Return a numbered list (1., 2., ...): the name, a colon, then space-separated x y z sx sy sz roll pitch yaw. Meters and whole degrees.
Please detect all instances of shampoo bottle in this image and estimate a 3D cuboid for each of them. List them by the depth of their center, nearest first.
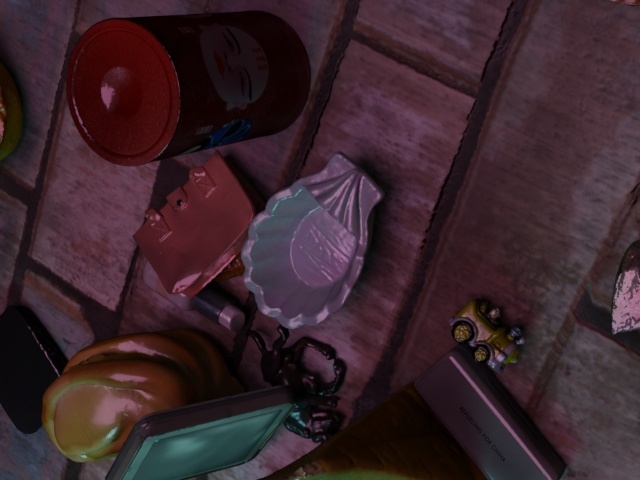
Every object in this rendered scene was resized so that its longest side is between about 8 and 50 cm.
1. shampoo bottle: -0.212 0.089 1.855 0.192 0.074 0.074 32 116 22

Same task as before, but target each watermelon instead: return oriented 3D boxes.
1. watermelon: 0.447 0.096 1.452 0.158 0.098 0.121 34 117 16

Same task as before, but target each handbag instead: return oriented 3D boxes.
1. handbag: -0.197 -0.025 1.790 0.212 0.059 0.157 -43 67 16

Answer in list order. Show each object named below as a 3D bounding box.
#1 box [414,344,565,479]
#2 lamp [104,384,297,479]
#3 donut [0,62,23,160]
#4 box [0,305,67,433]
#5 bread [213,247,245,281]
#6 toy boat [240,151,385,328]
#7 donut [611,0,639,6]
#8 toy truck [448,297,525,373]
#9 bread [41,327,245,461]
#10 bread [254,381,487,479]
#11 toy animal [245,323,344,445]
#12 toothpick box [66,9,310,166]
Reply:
1. box: 0.250 0.276 1.635 0.244 0.055 0.103 51 122 10
2. lamp: -0.193 0.323 1.754 0.269 0.266 0.047 -56 49 51
3. donut: -0.657 -0.239 2.020 0.253 0.118 0.254 9 106 32
4. box: -0.579 0.251 2.135 0.212 0.042 0.201 51 121 12
5. bread: -0.128 0.032 1.809 0.157 0.044 0.052 -16 99 34
6. toy boat: 0.000 0.000 1.692 0.199 0.100 0.290 44 120 14
7. donut: 0.396 -0.477 1.305 0.435 0.163 0.378 18 112 25
8. toy truck: 0.246 0.137 1.600 0.111 0.076 0.077 46 100 13
9. bread: -0.321 0.254 1.859 0.315 0.270 0.212 -23 74 30
10. bread: 0.056 0.389 1.600 0.233 0.361 0.245 -44 76 30
11. toy animal: -0.040 0.229 1.782 0.148 0.084 0.233 -41 83 33
12. toothpick box: -0.183 -0.231 1.607 0.204 0.333 0.204 9 107 29
